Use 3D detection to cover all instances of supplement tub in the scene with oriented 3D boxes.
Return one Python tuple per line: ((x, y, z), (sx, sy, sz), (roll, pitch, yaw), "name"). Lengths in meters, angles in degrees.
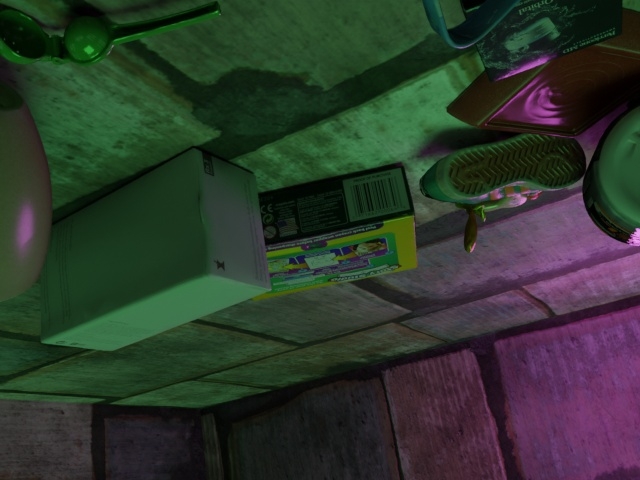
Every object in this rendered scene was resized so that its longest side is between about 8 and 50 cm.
((0.515, -0.092, 1.028), (0.194, 0.193, 0.316), (-17, 171, 17), "supplement tub")

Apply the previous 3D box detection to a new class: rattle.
((0.364, -0.057, 1.269), (0.200, 0.142, 0.130), (5, 137, -20), "rattle")

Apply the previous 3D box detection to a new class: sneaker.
((0.309, -0.124, 1.137), (0.302, 0.108, 0.121), (-8, 179, -21), "sneaker")

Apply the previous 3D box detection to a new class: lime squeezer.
((-0.264, -0.225, 0.671), (0.311, 0.058, 0.110), (0, 142, -22), "lime squeezer")

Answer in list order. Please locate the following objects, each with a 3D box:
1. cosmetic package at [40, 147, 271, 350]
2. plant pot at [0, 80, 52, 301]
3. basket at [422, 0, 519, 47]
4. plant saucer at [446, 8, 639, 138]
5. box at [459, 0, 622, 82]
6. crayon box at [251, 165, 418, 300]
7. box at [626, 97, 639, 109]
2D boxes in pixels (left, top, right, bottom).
((-0.283, 0.031, 1.090), (0.385, 0.217, 0.156), (-19, 157, 28), "cosmetic package")
((-0.416, -0.086, 0.714), (0.284, 0.284, 0.190), (11, 116, -43), "plant pot")
((0.161, -0.290, 0.434), (0.289, 0.201, 0.255), (-39, 153, 11), "basket")
((0.359, -0.225, 0.953), (0.259, 0.047, 0.259), (1, 156, -26), "plant saucer")
((0.235, -0.270, 0.719), (0.156, 0.093, 0.158), (-18, 159, 19), "box")
((0.000, 0.000, 1.286), (0.363, 0.106, 0.313), (-11, 160, 5), "crayon box")
((0.616, -0.207, 1.134), (0.136, 0.036, 0.225), (-22, 157, 27), "box")
